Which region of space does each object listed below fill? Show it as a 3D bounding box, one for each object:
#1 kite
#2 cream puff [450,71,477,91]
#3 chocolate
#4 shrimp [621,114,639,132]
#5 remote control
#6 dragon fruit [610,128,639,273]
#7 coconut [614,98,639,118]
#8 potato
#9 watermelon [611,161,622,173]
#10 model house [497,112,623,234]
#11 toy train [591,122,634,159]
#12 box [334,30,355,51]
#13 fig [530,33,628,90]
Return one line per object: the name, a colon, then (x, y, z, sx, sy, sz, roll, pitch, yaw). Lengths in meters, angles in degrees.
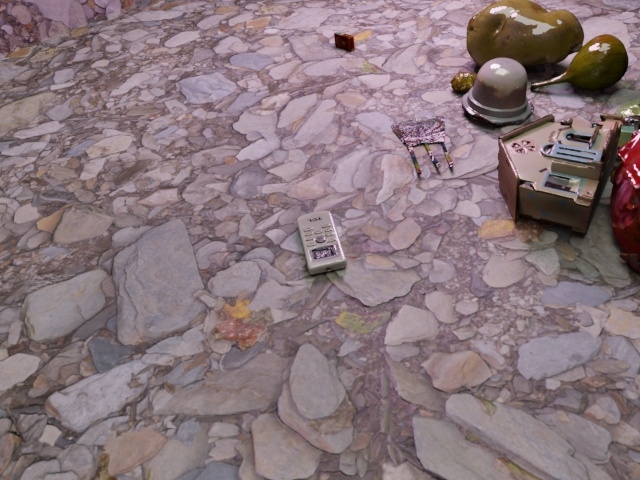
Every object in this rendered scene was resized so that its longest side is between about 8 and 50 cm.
kite: (0.283, -0.259, 1.596, 0.152, 0.015, 0.286, -10, 38, 4)
cream puff: (0.435, -0.479, 1.779, 0.083, 0.058, 0.083, -30, 43, -24)
chocolate: (0.494, -0.425, 1.644, 0.221, 0.147, 0.221, -6, 45, 6)
shrimp: (0.850, -0.278, 1.465, 0.232, 0.079, 0.090, -6, 3, 0)
remote control: (0.000, 0.000, 1.343, 0.087, 0.029, 0.190, -11, 41, -3)
dragon fruit: (0.739, -0.108, 1.112, 0.386, 0.249, 0.371, -41, 57, -5)
coconut: (0.844, -0.335, 1.542, 0.157, 0.055, 0.133, -14, 43, -7)
potato: (0.615, -0.621, 1.796, 0.350, 0.203, 0.218, 22, 51, 30)
watermelon: (0.768, -0.173, 1.384, 0.154, 0.080, 0.101, -10, 76, -5)
model house: (0.526, -0.182, 1.344, 0.244, 0.169, 0.326, 14, 50, 31)
toy train: (0.705, -0.241, 1.445, 0.122, 0.081, 0.050, 10, 38, 21)
box: (0.085, -0.711, 2.113, 0.023, 0.052, 0.082, -37, 47, -26)
fig: (0.732, -0.492, 1.680, 0.259, 0.151, 0.151, -12, 41, 6)
